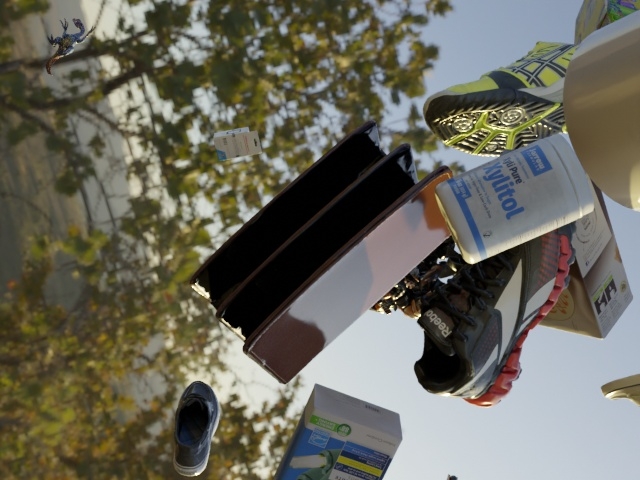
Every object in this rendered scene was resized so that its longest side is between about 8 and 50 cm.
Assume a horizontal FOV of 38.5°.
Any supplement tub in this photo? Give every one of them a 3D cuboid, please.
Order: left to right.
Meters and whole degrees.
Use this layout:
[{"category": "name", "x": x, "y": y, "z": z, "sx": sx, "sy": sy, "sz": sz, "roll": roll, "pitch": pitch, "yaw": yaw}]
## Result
[{"category": "supplement tub", "x": 0.151, "y": -0.032, "z": 0.721, "sx": 0.071, "sy": 0.107, "sz": 0.071, "roll": -25, "pitch": 90, "yaw": -85}]

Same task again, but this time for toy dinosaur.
[{"category": "toy dinosaur", "x": -0.386, "y": -0.305, "z": 1.390, "sx": 0.047, "sy": 0.090, "sz": 0.082, "roll": 42, "pitch": 22, "yaw": -8}, {"category": "toy dinosaur", "x": 0.172, "y": 0.056, "z": 1.544, "sx": 0.218, "sy": 0.322, "sz": 0.164, "roll": -48, "pitch": -124, "yaw": 33}]

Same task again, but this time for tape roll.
[{"category": "tape roll", "x": 0.432, "y": -0.166, "z": 1.074, "sx": 0.169, "sy": 0.246, "sz": 0.246, "roll": -19, "pitch": -91, "yaw": 61}]

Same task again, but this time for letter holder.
[{"category": "letter holder", "x": 0.000, "y": 0.000, "z": 1.079, "sx": 0.152, "sy": 0.302, "sz": 0.214, "roll": 46, "pitch": -5, "yaw": 20}]

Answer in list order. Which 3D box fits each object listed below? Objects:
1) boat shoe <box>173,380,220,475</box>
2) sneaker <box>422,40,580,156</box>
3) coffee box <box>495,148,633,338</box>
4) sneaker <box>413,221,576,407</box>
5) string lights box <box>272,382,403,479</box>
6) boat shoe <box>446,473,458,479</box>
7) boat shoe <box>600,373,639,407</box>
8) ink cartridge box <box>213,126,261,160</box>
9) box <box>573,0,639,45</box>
[{"category": "boat shoe", "x": -0.227, "y": 0.316, "z": 1.639, "sx": 0.228, "sy": 0.080, "sz": 0.076, "roll": -84, "pitch": 179, "yaw": -60}, {"category": "sneaker", "x": 0.354, "y": -0.248, "z": 1.535, "sx": 0.145, "sy": 0.385, "sz": 0.147, "roll": 92, "pitch": -13, "yaw": -56}, {"category": "coffee box", "x": 0.323, "y": 0.004, "z": 1.265, "sx": 0.141, "sy": 0.098, "sz": 0.246, "roll": 10, "pitch": -45, "yaw": 47}, {"category": "sneaker", "x": 0.182, "y": 0.067, "z": 1.006, "sx": 0.097, "sy": 0.135, "sz": 0.276, "roll": 48, "pitch": -54, "yaw": 48}, {"category": "string lights box", "x": 0.004, "y": 0.347, "z": 1.302, "sx": 0.076, "sy": 0.133, "sz": 0.259, "roll": -88, "pitch": -160, "yaw": -72}, {"category": "boat shoe", "x": 0.220, "y": 0.448, "z": 1.482, "sx": 0.049, "sy": 0.043, "sz": 0.136, "roll": 20, "pitch": 70, "yaw": -74}, {"category": "boat shoe", "x": 0.743, "y": 0.341, "z": 2.065, "sx": 0.267, "sy": 0.096, "sz": 0.088, "roll": -31, "pitch": -114, "yaw": 54}, {"category": "ink cartridge box", "x": -0.154, "y": -0.182, "z": 1.715, "sx": 0.028, "sy": 0.083, "sz": 0.048, "roll": -91, "pitch": 171, "yaw": -62}, {"category": "box", "x": 0.646, "y": -0.387, "z": 1.747, "sx": 0.290, "sy": 0.279, "sz": 0.177, "roll": -69, "pitch": 176, "yaw": -47}]
